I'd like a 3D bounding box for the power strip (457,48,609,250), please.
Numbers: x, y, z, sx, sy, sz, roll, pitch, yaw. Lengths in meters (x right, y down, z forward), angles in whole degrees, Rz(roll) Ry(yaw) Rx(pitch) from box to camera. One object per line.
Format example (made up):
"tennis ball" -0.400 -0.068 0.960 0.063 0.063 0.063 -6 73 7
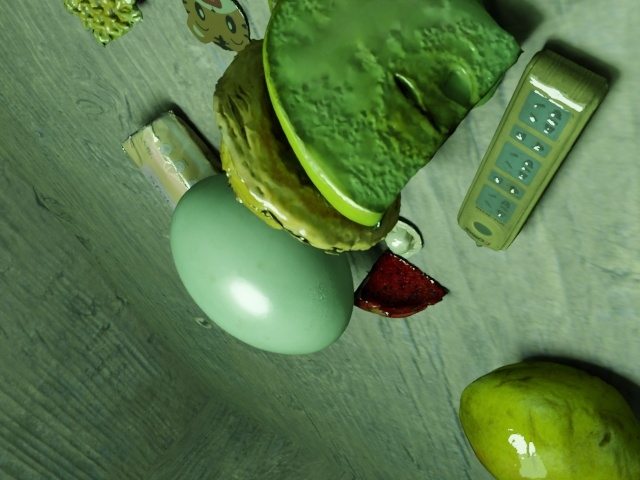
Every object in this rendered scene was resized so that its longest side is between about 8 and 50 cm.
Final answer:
"power strip" 0.255 -0.088 0.910 0.092 0.066 0.387 35 155 15

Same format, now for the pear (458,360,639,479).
"pear" 0.397 0.335 1.194 0.321 0.269 0.269 22 150 34

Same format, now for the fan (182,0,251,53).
"fan" -0.173 -0.380 1.076 0.153 0.008 0.226 29 154 23

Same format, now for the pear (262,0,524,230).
"pear" 0.044 -0.196 0.806 0.282 0.286 0.176 41 174 -3

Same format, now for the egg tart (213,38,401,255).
"egg tart" -0.028 -0.116 0.940 0.132 0.341 0.341 -30 111 34

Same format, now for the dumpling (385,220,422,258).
"dumpling" 0.145 -0.006 1.230 0.076 0.057 0.052 62 -166 5

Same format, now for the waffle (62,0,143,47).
"waffle" -0.409 -0.454 1.225 0.223 0.054 0.204 -2 132 53

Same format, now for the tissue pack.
"tissue pack" -0.294 -0.148 1.498 0.256 0.123 0.215 55 154 -14

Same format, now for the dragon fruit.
"dragon fruit" 0.143 0.110 1.330 0.161 0.120 0.127 30 159 9

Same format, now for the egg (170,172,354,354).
"egg" -0.105 0.041 1.272 0.389 0.276 0.276 46 156 8
